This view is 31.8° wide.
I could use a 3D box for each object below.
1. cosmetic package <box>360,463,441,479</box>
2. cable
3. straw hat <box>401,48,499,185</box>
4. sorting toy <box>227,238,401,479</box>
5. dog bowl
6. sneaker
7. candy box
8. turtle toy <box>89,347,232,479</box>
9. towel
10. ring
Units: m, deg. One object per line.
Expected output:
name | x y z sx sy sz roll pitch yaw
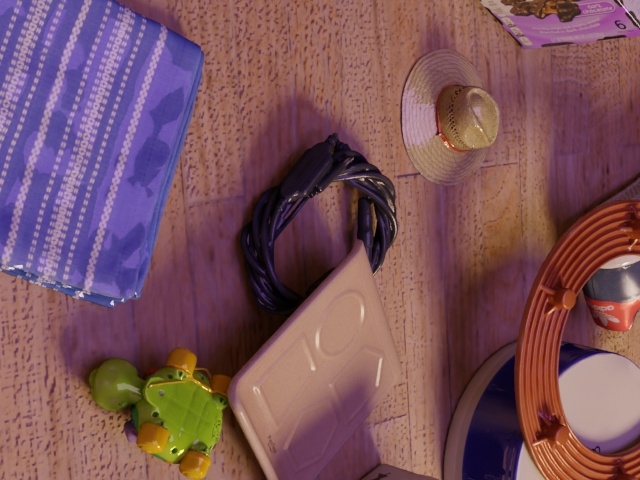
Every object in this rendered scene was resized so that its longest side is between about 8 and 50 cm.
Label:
cosmetic package | 0.082 0.343 1.087 0.151 0.151 0.184 -30 111 -33
cable | 0.000 0.000 1.068 0.184 0.047 0.150 -55 129 -21
straw hat | 0.152 -0.127 1.162 0.144 0.061 0.144 -3 95 -39
sorting toy | -0.003 0.127 1.049 0.208 0.038 0.193 -50 141 -29
dog bowl | 0.267 0.246 1.257 0.265 0.104 0.265 -4 96 -39
sneaker | 0.436 -0.003 1.369 0.350 0.131 0.148 -25 116 -28
candy box | 0.226 -0.285 1.142 0.196 0.165 0.070 37 70 -34
turtle toy | -0.135 0.141 0.950 0.130 0.066 0.095 39 55 -32
towel | -0.250 -0.104 0.858 0.336 0.040 0.243 23 79 -37
ring | 0.335 0.125 1.209 0.336 0.032 0.336 -5 98 -37
